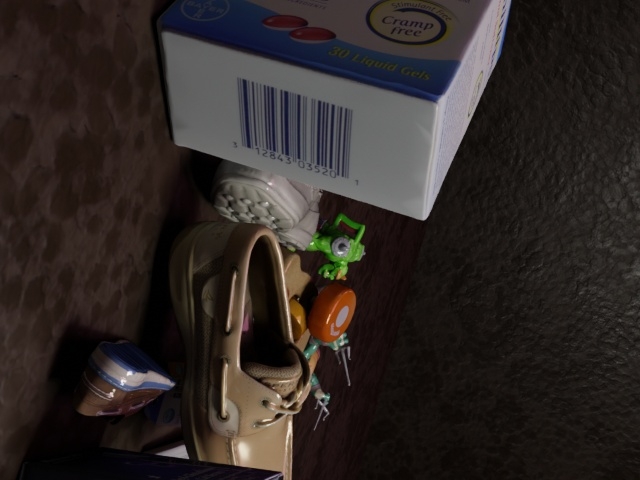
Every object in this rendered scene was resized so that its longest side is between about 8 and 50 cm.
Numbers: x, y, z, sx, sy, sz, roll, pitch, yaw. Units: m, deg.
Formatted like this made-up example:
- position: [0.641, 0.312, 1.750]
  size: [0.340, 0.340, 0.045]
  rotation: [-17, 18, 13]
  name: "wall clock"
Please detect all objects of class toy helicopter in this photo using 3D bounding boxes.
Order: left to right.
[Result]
- position: [-0.102, 0.106, 1.032]
  size: [0.235, 0.140, 0.355]
  rotation: [-61, 154, -9]
  name: "toy helicopter"

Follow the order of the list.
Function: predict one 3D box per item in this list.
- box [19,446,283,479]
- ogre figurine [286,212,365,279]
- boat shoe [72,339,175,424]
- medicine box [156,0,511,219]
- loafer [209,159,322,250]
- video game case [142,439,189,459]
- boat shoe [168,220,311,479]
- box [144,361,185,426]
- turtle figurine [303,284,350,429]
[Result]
- position: [-0.154, 0.262, 0.753]
  size: [0.153, 0.207, 0.108]
  rotation: [39, 56, -76]
  name: "box"
- position: [0.000, 0.000, 1.232]
  size: [0.197, 0.118, 0.097]
  rotation: [70, 40, -67]
  name: "ogre figurine"
- position: [-0.195, 0.138, 0.785]
  size: [0.066, 0.066, 0.183]
  rotation: [-50, 168, -7]
  name: "boat shoe"
- position: [0.029, -0.197, 0.803]
  size: [0.149, 0.263, 0.289]
  rotation: [92, 21, -49]
  name: "medicine box"
- position: [-0.056, -0.065, 0.980]
  size: [0.319, 0.112, 0.111]
  rotation: [61, 42, -81]
  name: "loafer"
- position: [-0.175, 0.353, 1.054]
  size: [0.212, 0.023, 0.193]
  rotation: [12, 82, -70]
  name: "video game case"
- position: [-0.074, 0.148, 0.855]
  size: [0.121, 0.110, 0.341]
  rotation: [-26, 111, -50]
  name: "boat shoe"
- position: [-0.135, 0.181, 0.952]
  size: [0.028, 0.136, 0.081]
  rotation: [-112, -143, -52]
  name: "box"
- position: [-0.010, 0.201, 1.443]
  size: [0.175, 0.118, 0.234]
  rotation: [114, -10, -46]
  name: "turtle figurine"
